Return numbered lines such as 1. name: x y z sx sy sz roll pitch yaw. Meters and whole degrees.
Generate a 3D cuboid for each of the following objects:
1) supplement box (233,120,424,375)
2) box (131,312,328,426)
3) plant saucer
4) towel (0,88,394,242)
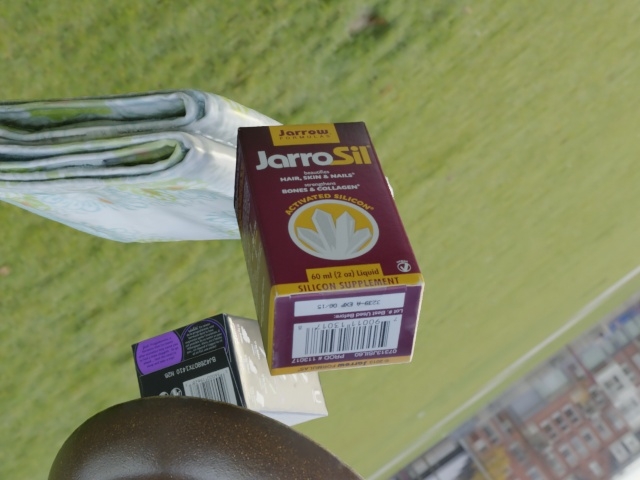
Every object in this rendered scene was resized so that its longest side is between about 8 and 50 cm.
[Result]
1. supplement box: 0.000 0.000 0.862 0.104 0.188 0.080 -4 132 -11
2. box: -0.126 0.206 1.720 0.165 0.143 0.270 -20 164 21
3. plant saucer: -0.071 0.252 0.830 0.310 0.310 0.050 -45 -177 36
4. towel: -0.147 -0.057 1.128 0.321 0.090 0.374 2 173 28
